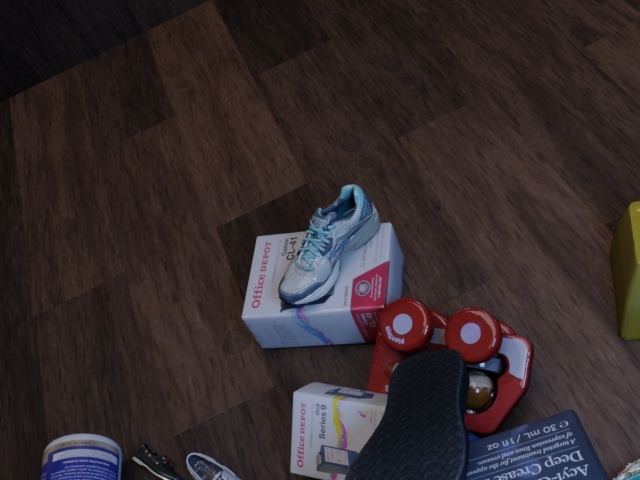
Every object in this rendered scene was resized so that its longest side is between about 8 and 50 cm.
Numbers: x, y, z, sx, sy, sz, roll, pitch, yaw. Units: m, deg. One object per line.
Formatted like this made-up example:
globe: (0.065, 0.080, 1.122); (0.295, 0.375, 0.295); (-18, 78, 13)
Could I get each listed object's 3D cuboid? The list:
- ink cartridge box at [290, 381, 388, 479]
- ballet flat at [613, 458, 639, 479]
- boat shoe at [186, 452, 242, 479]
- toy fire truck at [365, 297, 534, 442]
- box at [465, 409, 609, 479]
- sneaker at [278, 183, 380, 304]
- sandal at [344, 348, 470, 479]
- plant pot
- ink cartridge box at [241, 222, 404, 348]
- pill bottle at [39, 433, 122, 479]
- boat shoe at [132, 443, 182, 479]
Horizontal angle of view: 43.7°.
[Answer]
ink cartridge box: (0.059, 0.349, 1.422); (0.212, 0.093, 0.154); (5, 95, 27)
ballet flat: (0.579, 0.364, 1.268); (0.241, 0.091, 0.077); (-11, 19, 8)
boat shoe: (-0.183, 0.454, 1.496); (0.066, 0.063, 0.184); (-45, 50, -17)
toy fire truck: (0.227, 0.250, 1.457); (0.302, 0.169, 0.254); (7, 79, 27)
box: (0.295, 0.477, 1.108); (0.293, 0.212, 0.395); (-20, 29, 7)
sneaker: (0.000, 0.000, 1.583); (0.110, 0.122, 0.283); (22, 63, 34)
sandal: (0.157, 0.312, 1.189); (0.167, 0.107, 0.446); (-13, 18, 24)
plant pot: (0.636, 0.035, 1.430); (0.212, 0.187, 0.212); (-5, 50, 18)
ink cartridge box: (0.010, 0.096, 1.672); (0.306, 0.131, 0.226); (-5, 51, 16)
pill bottle: (-0.454, 0.512, 1.497); (0.153, 0.153, 0.265); (-17, 48, 8)
boat shoe: (-0.316, 0.441, 1.570); (0.133, 0.049, 0.042); (20, 70, 38)
